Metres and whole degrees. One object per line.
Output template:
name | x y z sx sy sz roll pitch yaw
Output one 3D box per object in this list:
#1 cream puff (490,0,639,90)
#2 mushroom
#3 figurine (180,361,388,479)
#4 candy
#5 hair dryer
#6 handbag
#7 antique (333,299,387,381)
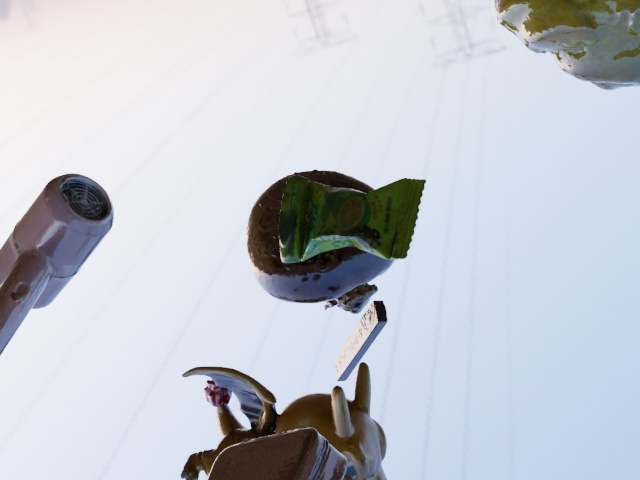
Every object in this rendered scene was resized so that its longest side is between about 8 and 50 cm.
cream puff | 0.373 -0.324 1.537 0.323 0.270 0.274 5 -141 -35
mushroom | 0.007 -0.001 2.304 0.297 0.278 0.163 -32 171 -27
figurine | -0.073 0.397 2.514 0.387 0.401 0.268 -13 -139 28
candy | 0.050 -0.032 2.095 0.246 0.149 0.069 0 167 32
hair dryer | -0.382 0.068 1.651 0.189 0.107 0.344 -45 -164 33
handbag | -0.069 0.318 1.607 0.193 0.072 0.151 -16 -142 43
antique | 0.048 0.127 1.606 0.015 0.031 0.192 -4 153 -19
